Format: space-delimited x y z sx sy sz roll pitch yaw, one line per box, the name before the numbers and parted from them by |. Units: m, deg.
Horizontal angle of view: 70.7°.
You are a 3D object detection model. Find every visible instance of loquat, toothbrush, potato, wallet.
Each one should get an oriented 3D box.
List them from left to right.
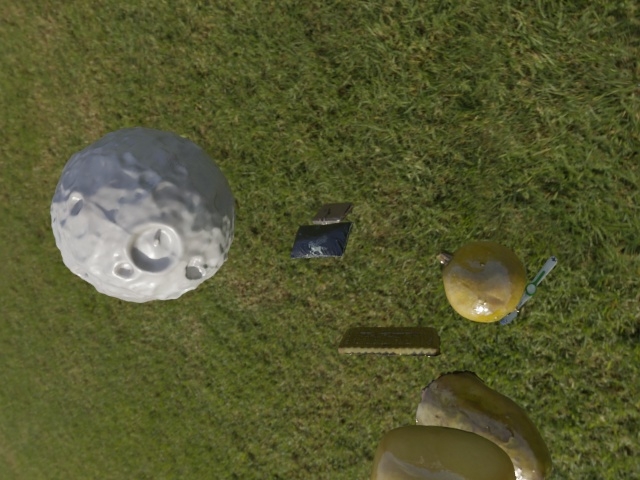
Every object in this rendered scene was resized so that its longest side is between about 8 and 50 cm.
wallet | 0.043 -0.104 1.709 0.152 0.118 0.039 2 135 43
loquat | 0.335 0.081 0.957 0.204 0.149 0.172 30 84 11
potato | 0.381 0.446 1.015 0.266 0.229 0.230 -145 51 -58
toothbrush | 0.562 0.127 1.198 0.030 0.303 0.030 35 145 29

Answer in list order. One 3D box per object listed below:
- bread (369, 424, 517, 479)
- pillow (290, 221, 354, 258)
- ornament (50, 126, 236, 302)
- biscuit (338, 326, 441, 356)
bread | 0.116 0.293 0.449 0.147 0.098 0.218 1 112 11
pillow | 0.000 0.000 1.440 0.208 0.142 0.055 -5 141 33
ornament | -0.326 -0.045 0.865 0.336 0.337 0.338 12 112 32
biscuit | 0.181 0.256 1.166 0.254 0.172 0.029 -2 96 13
